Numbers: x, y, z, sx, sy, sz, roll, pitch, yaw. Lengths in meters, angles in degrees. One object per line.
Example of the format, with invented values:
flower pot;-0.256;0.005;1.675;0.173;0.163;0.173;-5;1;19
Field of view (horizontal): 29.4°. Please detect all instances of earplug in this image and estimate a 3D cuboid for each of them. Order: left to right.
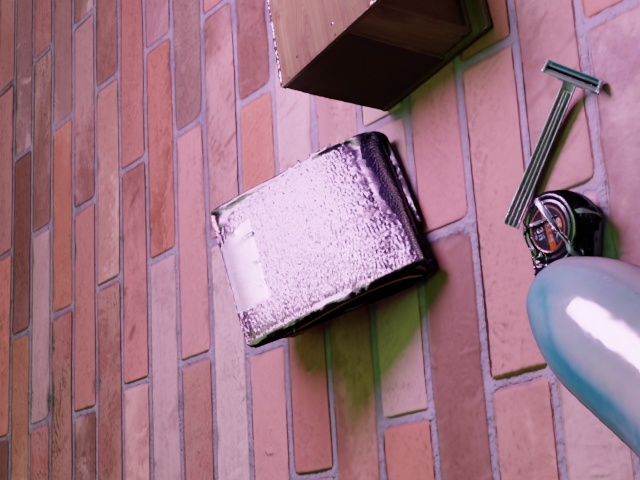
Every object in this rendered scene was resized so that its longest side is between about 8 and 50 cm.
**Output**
earplug;0.301;0.113;1.140;0.324;0.185;0.185;41;116;56

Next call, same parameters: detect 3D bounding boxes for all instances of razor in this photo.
razor;0.249;-0.103;1.362;0.068;0.037;0.191;23;111;11

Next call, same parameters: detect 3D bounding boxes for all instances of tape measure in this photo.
tape measure;0.260;-0.007;1.309;0.091;0.054;0.094;-18;75;50

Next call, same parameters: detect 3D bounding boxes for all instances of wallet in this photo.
wallet;0.000;0.000;1.569;0.262;0.071;0.221;-24;60;9

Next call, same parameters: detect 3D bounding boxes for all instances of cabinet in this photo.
cabinet;0.069;-0.290;1.529;0.215;0.175;0.148;-35;56;46

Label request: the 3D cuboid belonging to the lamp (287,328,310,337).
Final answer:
lamp;-0.054;0.068;1.660;0.136;0.136;0.136;-16;70;52
